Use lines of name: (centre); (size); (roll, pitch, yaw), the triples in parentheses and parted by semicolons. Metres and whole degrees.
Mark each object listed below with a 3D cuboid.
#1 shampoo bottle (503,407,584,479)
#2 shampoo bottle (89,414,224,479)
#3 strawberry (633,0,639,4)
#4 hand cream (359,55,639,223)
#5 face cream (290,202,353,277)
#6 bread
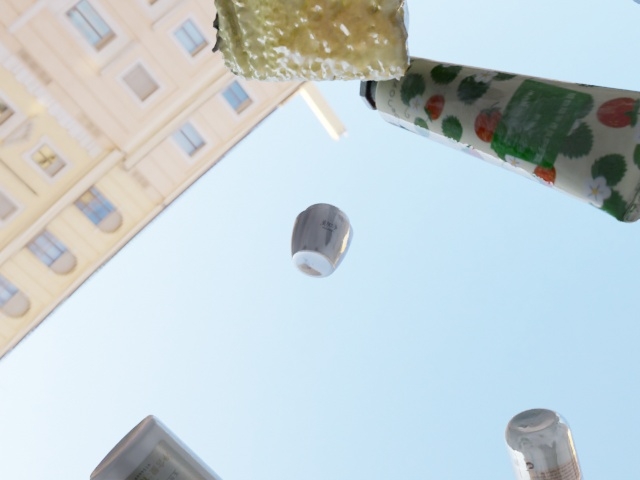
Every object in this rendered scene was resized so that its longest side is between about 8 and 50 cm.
shampoo bottle: (0.258, 0.281, 0.859); (0.074, 0.192, 0.074); (-18, -166, 5)
shampoo bottle: (-0.111, 0.274, 0.745); (0.086, 0.227, 0.056); (-44, -171, -11)
strawberry: (0.414, -0.360, 0.732); (0.149, 0.265, 0.336); (-23, -172, -22)
hand cream: (0.135, -0.093, 0.586); (0.276, 0.059, 0.095); (26, -93, 45)
face cream: (0.000, 0.000, 1.148); (0.091, 0.091, 0.095); (-16, -139, 33)
bread: (0.010, -0.210, 0.642); (0.169, 0.140, 0.160); (4, -146, 20)
